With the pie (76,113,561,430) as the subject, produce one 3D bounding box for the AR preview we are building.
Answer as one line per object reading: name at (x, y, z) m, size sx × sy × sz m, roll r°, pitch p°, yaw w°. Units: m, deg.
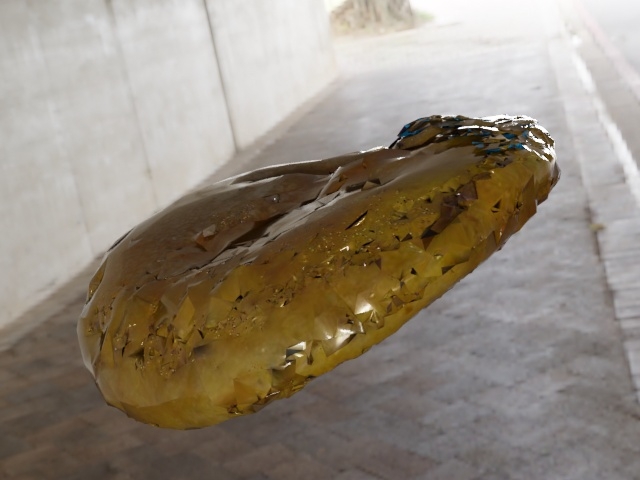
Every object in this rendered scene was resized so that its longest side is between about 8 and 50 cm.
pie at (-0.001, -0.001, 0.554) m, size 0.273 × 0.069 × 0.273 m, roll -21°, pitch 17°, yaw 7°
